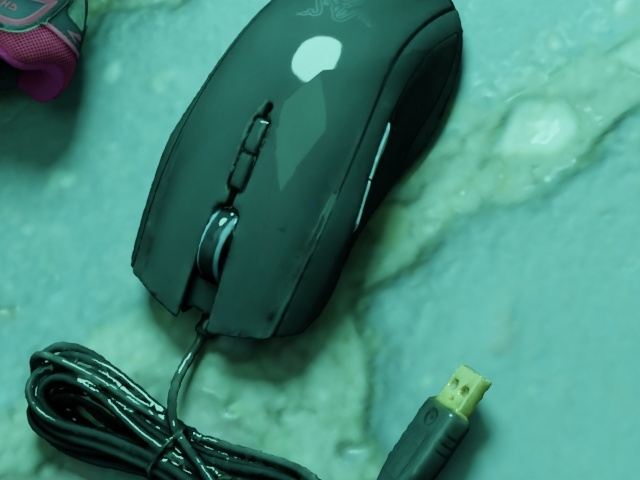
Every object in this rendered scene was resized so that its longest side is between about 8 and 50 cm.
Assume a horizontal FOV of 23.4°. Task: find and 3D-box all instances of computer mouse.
[{"bbox_3d":[0.000,0.000,0.633,0.184,0.060,0.262,30,80,25],"label":"computer mouse"}]

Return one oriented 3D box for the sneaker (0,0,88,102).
[{"bbox_3d":[-0.254,-0.089,0.709,0.299,0.121,0.112,-17,67,9],"label":"sneaker"}]
